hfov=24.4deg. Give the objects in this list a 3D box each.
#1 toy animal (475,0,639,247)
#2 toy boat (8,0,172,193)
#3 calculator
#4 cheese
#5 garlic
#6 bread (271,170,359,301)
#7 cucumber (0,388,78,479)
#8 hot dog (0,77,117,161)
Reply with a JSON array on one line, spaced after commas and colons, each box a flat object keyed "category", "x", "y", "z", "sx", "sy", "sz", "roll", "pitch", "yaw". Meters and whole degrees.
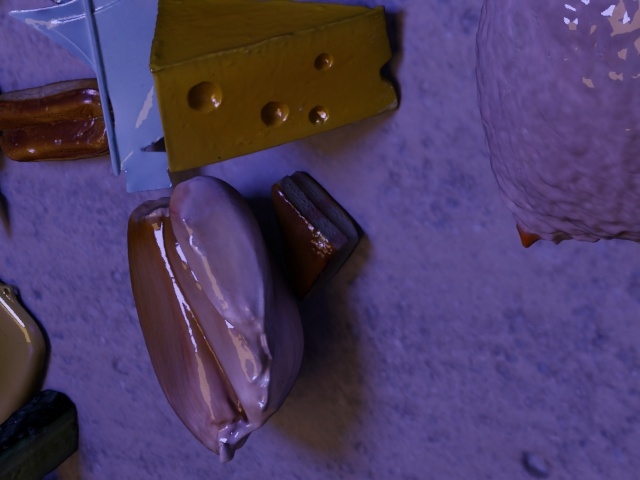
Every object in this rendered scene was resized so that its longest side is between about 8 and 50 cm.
[{"category": "toy animal", "x": 0.205, "y": -0.119, "z": 0.838, "sx": 0.226, "sy": 0.188, "sz": 0.358, "roll": 41, "pitch": 135, "yaw": 23}, {"category": "toy boat", "x": -0.181, "y": -0.184, "z": 1.191, "sx": 0.210, "sy": 0.070, "sz": 0.291, "roll": 26, "pitch": 126, "yaw": 10}, {"category": "calculator", "x": -0.365, "y": 0.120, "z": 1.572, "sx": 0.157, "sy": 0.033, "sz": 0.236, "roll": 45, "pitch": 133, "yaw": 13}, {"category": "cheese", "x": -0.032, "y": -0.126, "z": 1.091, "sx": 0.171, "sy": 0.126, "sz": 0.093, "roll": -7, "pitch": 124, "yaw": 5}, {"category": "garlic", "x": -0.084, "y": 0.062, "z": 1.238, "sx": 0.217, "sy": 0.110, "sz": 0.228, "roll": -12, "pitch": 92, "yaw": 63}, {"category": "bread", "x": 0.000, "y": 0.000, "z": 1.183, "sx": 0.062, "sy": 0.043, "sz": 0.109, "roll": 8, "pitch": 118, "yaw": 40}, {"category": "cucumber", "x": -0.335, "y": 0.231, "z": 1.482, "sx": 0.062, "sy": 0.211, "sz": 0.078, "roll": 20, "pitch": 127, "yaw": 29}, {"category": "hot dog", "x": -0.235, "y": -0.106, "z": 1.322, "sx": 0.165, "sy": 0.045, "sz": 0.071, "roll": -2, "pitch": 114, "yaw": 41}]
